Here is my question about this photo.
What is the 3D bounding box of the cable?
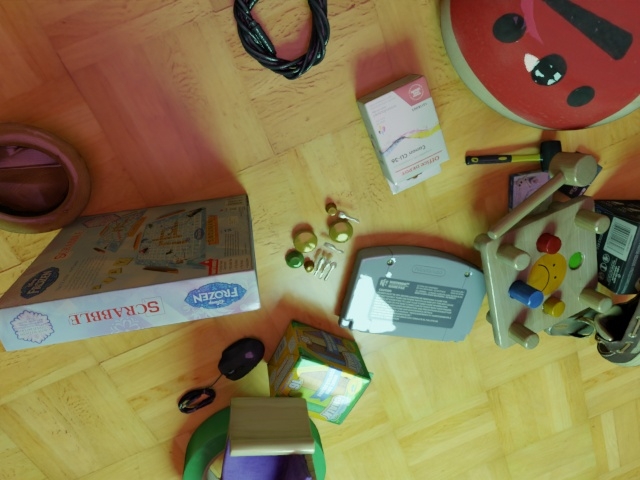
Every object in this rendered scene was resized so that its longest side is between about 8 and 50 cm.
[{"bbox_3d":[-0.062,-0.352,0.744,0.150,0.047,0.184,-5,114,-8],"label":"cable"}]

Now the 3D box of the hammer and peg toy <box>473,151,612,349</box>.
[{"bbox_3d":[0.423,0.020,0.912,0.266,0.127,0.361,-23,114,-11],"label":"hammer and peg toy"}]

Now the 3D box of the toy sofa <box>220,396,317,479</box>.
[{"bbox_3d":[-0.120,0.484,0.900,0.150,0.177,0.362,6,123,-13],"label":"toy sofa"}]

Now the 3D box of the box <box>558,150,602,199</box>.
[{"bbox_3d":[0.529,-0.131,0.963,0.067,0.018,0.083,26,105,-19],"label":"box"}]

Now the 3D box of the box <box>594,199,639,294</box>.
[{"bbox_3d":[0.715,0.010,0.989,0.270,0.143,0.165,-1,113,-11],"label":"box"}]

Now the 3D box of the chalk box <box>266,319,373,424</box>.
[{"bbox_3d":[0.013,0.283,0.979,0.213,0.132,0.132,23,107,-19],"label":"chalk box"}]

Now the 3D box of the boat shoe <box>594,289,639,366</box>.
[{"bbox_3d":[0.644,0.178,0.984,0.123,0.342,0.123,17,72,16],"label":"boat shoe"}]

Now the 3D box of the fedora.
[{"bbox_3d":[-0.473,-0.104,0.754,0.194,0.079,0.194,-7,114,-15],"label":"fedora"}]

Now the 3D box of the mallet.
[{"bbox_3d":[0.380,-0.151,0.913,0.189,0.039,0.062,-10,91,-2],"label":"mallet"}]

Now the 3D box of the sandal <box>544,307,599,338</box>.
[{"bbox_3d":[0.615,0.201,1.101,0.180,0.049,0.072,-5,114,-13],"label":"sandal"}]

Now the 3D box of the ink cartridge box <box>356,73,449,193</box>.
[{"bbox_3d":[0.156,-0.182,0.845,0.115,0.067,0.198,-26,115,0],"label":"ink cartridge box"}]

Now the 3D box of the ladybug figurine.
[{"bbox_3d":[0.406,-0.342,0.773,0.449,0.162,0.305,16,109,-16],"label":"ladybug figurine"}]

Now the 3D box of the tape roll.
[{"bbox_3d":[-0.150,0.521,1.080,0.321,0.077,0.321,-4,113,-10],"label":"tape roll"}]

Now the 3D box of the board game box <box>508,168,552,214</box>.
[{"bbox_3d":[0.431,-0.097,0.958,0.090,0.020,0.090,-10,114,-7],"label":"board game box"}]

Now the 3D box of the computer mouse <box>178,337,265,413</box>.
[{"bbox_3d":[-0.212,0.295,0.992,0.242,0.041,0.071,-44,114,10],"label":"computer mouse"}]

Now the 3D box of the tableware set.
[{"bbox_3d":[0.000,0.000,0.919,0.104,0.024,0.154,23,108,-15],"label":"tableware set"}]

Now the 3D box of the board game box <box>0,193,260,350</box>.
[{"bbox_3d":[-0.260,0.025,0.718,0.318,0.319,0.066,-8,114,-6],"label":"board game box"}]

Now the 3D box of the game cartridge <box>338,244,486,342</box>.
[{"bbox_3d":[0.201,0.112,0.987,0.297,0.062,0.198,10,106,-14],"label":"game cartridge"}]
